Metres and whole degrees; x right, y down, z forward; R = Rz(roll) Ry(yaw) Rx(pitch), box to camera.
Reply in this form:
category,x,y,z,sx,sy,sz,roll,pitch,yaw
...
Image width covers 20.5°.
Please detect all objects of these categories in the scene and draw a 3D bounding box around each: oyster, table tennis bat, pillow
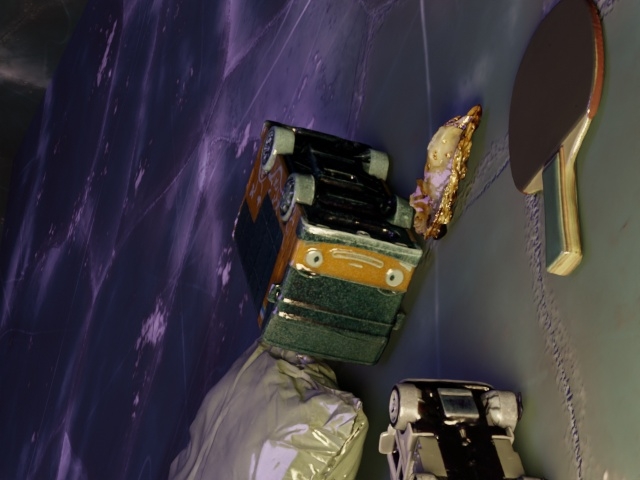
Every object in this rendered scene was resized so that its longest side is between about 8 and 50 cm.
category,x,y,z,sx,sy,sz,roll,pitch,yaw
oyster,0.121,-0.060,1.662,0.132,0.029,0.086,-56,33,39
table tennis bat,0.197,-0.088,1.475,0.154,0.021,0.274,125,155,-48
pillow,-0.053,0.237,1.787,0.283,0.138,0.310,-66,22,10

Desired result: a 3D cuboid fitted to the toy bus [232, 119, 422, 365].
category,x,y,z,sx,sy,sz,roll,pitch,yaw
toy bus,0.000,0.000,1.802,0.275,0.138,0.167,-114,40,-64

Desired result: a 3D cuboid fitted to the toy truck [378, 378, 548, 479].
category,x,y,z,sx,sy,sz,roll,pitch,yaw
toy truck,0.112,0.217,1.361,0.253,0.114,0.124,-104,23,-56
